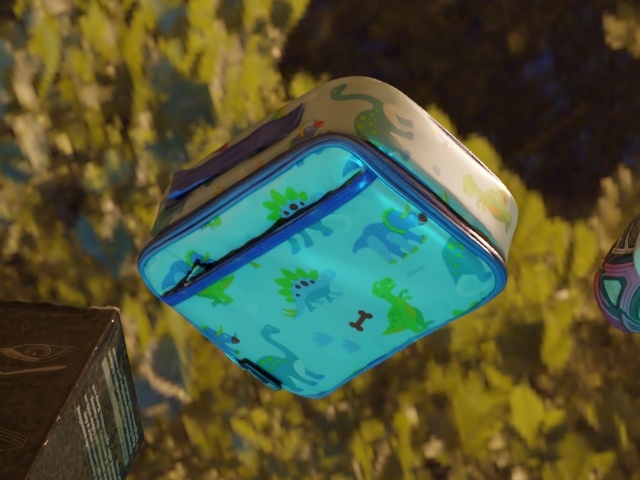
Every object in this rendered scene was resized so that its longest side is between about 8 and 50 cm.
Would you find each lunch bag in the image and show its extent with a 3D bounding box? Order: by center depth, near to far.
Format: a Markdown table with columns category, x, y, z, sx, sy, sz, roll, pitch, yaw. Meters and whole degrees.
| category | x | y | z | sx | sy | sz | roll | pitch | yaw |
| --- | --- | --- | --- | --- | --- | --- | --- | --- | --- |
| lunch bag | 0.000 | 0.000 | 1.270 | 0.219 | 0.176 | 0.090 | -29 | -150 | 37 |

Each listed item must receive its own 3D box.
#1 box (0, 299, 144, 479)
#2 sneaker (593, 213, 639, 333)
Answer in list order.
| category | x | y | z | sx | sy | sz | roll | pitch | yaw |
| --- | --- | --- | --- | --- | --- | --- | --- | --- | --- |
| box | -0.189 | 0.109 | 0.980 | 0.156 | 0.093 | 0.158 | 3 | -144 | 16 |
| sneaker | 0.301 | -0.013 | 1.310 | 0.299 | 0.112 | 0.121 | -10 | -112 | -38 |
